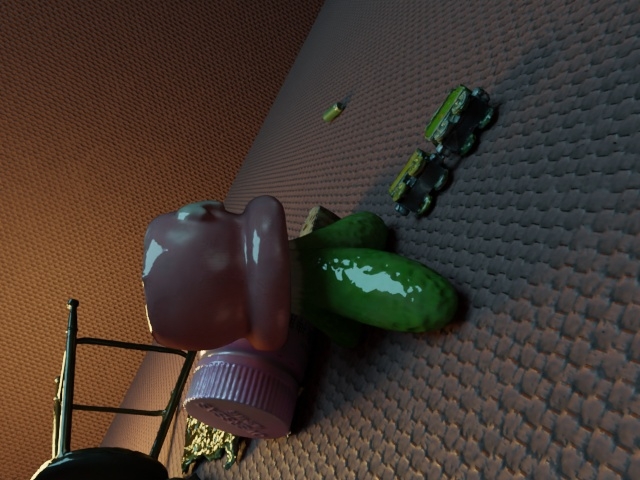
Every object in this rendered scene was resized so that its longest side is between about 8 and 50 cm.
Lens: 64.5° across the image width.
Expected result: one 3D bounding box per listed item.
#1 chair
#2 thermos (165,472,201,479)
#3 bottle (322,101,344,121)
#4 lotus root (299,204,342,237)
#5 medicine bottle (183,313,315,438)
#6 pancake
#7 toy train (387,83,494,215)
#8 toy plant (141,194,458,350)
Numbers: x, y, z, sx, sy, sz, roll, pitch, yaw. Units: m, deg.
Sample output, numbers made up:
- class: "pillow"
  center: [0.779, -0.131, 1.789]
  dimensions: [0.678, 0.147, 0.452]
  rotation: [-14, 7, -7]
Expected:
- class: "chair"
  center: [-0.514, 0.445, 1.289]
  dimensions: [0.410, 0.361, 0.365]
  rotation: [-102, 32, -49]
- class: "thermos"
  center: [-0.323, 0.556, 0.987]
  dimensions: [0.287, 0.145, 0.182]
  rotation: [-51, -12, 25]
- class: "bottle"
  center: [0.037, -0.367, 1.447]
  dimensions: [0.083, 0.030, 0.030]
  rotation: [-22, 44, 62]
- class: "lotus root"
  center: [-0.001, 0.001, 0.963]
  dimensions: [0.112, 0.081, 0.122]
  rotation: [-41, 29, 52]
- class: "medicine bottle"
  center: [-0.102, 0.162, 0.855]
  dimensions: [0.178, 0.178, 0.291]
  rotation: [-42, 26, 47]
- class: "pancake"
  center: [-0.207, 0.342, 1.103]
  dimensions: [0.426, 0.066, 0.305]
  rotation: [-37, 38, 50]
- class: "toy train"
  center: [0.168, -0.126, 0.726]
  dimensions: [0.202, 0.060, 0.081]
  rotation: [-57, 12, 17]
- class: "toy plant"
  center: [-0.045, 0.053, 0.668]
  dimensions: [0.317, 0.355, 0.211]
  rotation: [-119, 33, -71]
